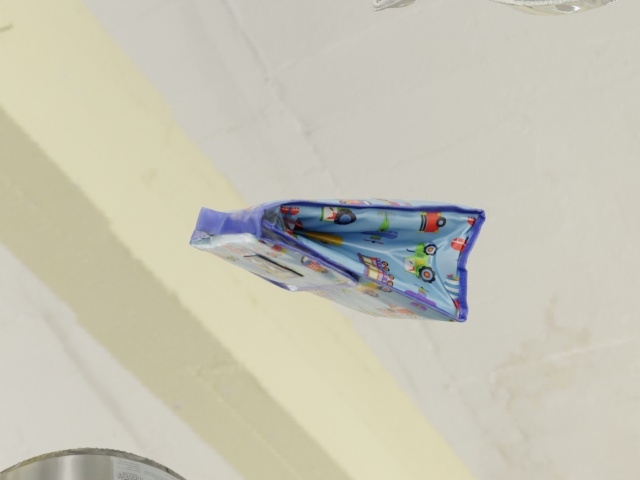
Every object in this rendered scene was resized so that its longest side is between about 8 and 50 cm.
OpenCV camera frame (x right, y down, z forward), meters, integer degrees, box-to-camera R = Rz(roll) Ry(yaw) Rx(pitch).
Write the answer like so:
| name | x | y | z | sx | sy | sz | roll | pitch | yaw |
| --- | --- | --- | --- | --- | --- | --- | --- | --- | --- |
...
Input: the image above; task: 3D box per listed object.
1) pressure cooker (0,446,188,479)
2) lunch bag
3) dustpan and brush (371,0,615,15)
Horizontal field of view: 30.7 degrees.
| name | x | y | z | sx | sy | sz | roll | pitch | yaw |
| --- | --- | --- | --- | --- | --- | --- | --- | --- | --- |
| pressure cooker | -0.247 | 0.452 | 1.179 | 0.370 | 0.420 | 0.375 | -14 | -69 | -7 |
| lunch bag | 0.000 | 0.000 | 1.331 | 0.293 | 0.138 | 0.221 | 13 | -7 | -23 |
| dustpan and brush | 0.135 | -0.213 | 0.876 | 0.211 | 0.147 | 0.060 | -25 | -35 | 35 |
